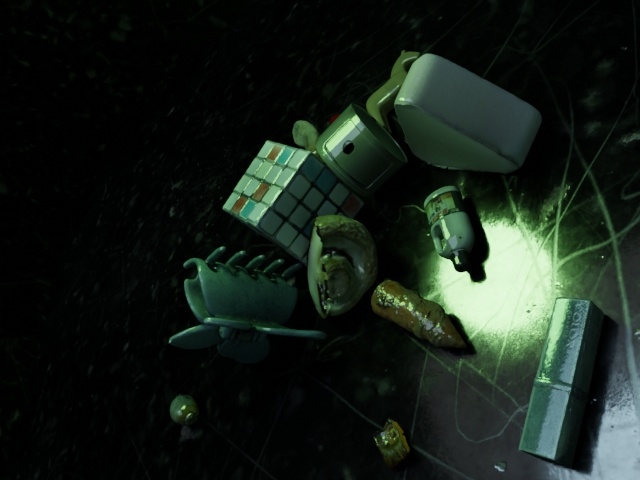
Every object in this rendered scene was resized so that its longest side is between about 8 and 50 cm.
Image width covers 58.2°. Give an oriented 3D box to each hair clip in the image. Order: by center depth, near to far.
[{"bbox_3d":[-0.211,0.170,1.549,0.392,0.318,0.238,-30,53,50],"label":"hair clip"}]

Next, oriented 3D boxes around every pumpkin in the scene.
[{"bbox_3d":[0.157,0.438,1.234,0.073,0.035,0.101,-56,38,24],"label":"pumpkin"}]

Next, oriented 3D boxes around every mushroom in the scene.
[{"bbox_3d":[0.058,0.061,1.513,0.189,0.164,0.267,-164,67,-77],"label":"mushroom"},{"bbox_3d":[-0.035,-0.334,1.973,0.092,0.081,0.223,-32,43,5],"label":"mushroom"}]

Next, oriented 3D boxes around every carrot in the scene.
[{"bbox_3d":[0.227,0.179,1.301,0.263,0.102,0.102,32,90,48],"label":"carrot"}]

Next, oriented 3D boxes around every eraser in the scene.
[{"bbox_3d":[0.353,-0.274,1.363,0.331,0.331,0.150,18,78,53],"label":"eraser"}]

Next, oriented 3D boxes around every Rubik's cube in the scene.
[{"bbox_3d":[-0.082,-0.105,1.660,0.259,0.256,0.253,-57,35,-5],"label":"Rubik's cube"}]

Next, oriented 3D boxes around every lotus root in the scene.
[{"bbox_3d":[-0.438,0.534,1.828,0.165,0.088,0.088,13,75,63],"label":"lotus root"}]

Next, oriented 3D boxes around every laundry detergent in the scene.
[{"bbox_3d":[0.309,-0.022,1.351,0.099,0.070,0.226,-27,47,24],"label":"laundry detergent"}]

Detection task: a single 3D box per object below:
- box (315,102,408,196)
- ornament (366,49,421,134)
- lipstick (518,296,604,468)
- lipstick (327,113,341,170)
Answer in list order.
[{"bbox_3d":[0.115,-0.251,1.610,0.149,0.226,0.226,-44,39,20],"label":"box"},{"bbox_3d":[0.236,-0.466,1.760,0.230,0.061,0.245,-40,43,21],"label":"ornament"},{"bbox_3d":[0.429,0.242,1.013,0.077,0.076,0.290,0,65,51],"label":"lipstick"},{"bbox_3d":[0.063,-0.293,1.827,0.080,0.080,0.241,-24,49,38],"label":"lipstick"}]
